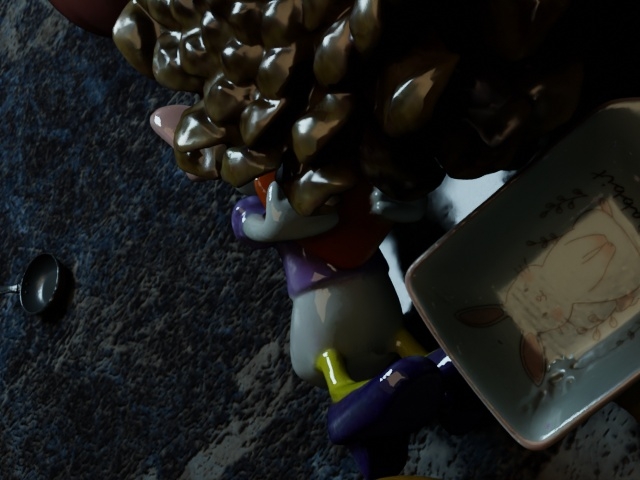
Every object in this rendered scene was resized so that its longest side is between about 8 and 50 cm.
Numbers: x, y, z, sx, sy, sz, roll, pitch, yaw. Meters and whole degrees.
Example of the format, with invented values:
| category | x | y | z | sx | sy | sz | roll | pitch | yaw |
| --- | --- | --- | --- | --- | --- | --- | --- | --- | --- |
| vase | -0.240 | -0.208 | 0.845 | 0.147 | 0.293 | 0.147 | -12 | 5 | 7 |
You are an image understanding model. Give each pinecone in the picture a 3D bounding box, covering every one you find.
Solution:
| category | x | y | z | sx | sy | sz | roll | pitch | yaw |
| --- | --- | --- | --- | --- | --- | --- | --- | --- | --- |
| pinecone | 0.068 | -0.182 | 0.912 | 0.384 | 0.384 | 0.385 | -18 | 63 | 39 |

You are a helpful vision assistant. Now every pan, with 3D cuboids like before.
| category | x | y | z | sx | sy | sz | roll | pitch | yaw |
| --- | --- | --- | --- | --- | --- | --- | --- | --- | --- |
| pan | -0.313 | 0.051 | 1.423 | 0.115 | 0.023 | 0.068 | -9 | 69 | 39 |

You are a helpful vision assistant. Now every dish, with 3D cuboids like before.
| category | x | y | z | sx | sy | sz | roll | pitch | yaw |
| --- | --- | --- | --- | --- | --- | --- | --- | --- | --- |
| dish | 0.187 | 0.013 | 0.863 | 0.234 | 0.064 | 0.154 | -42 | 72 | 19 |

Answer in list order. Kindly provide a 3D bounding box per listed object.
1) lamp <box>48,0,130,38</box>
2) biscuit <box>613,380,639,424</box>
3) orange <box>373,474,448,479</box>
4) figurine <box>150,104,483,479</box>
| category | x | y | z | sx | sy | sz | roll | pitch | yaw |
| --- | --- | --- | --- | --- | --- | --- | --- | --- | --- |
| lamp | -0.159 | -0.338 | 1.257 | 0.303 | 0.257 | 0.303 | -17 | 65 | 40 |
| biscuit | 0.258 | 0.001 | 0.889 | 0.172 | 0.029 | 0.255 | 39 | 102 | 44 |
| orange | 0.058 | 0.243 | 0.869 | 0.237 | 0.179 | 0.158 | 2 | 119 | 49 |
| figurine | 0.003 | 0.001 | 1.059 | 0.193 | 0.154 | 0.421 | 107 | 143 | -52 |
